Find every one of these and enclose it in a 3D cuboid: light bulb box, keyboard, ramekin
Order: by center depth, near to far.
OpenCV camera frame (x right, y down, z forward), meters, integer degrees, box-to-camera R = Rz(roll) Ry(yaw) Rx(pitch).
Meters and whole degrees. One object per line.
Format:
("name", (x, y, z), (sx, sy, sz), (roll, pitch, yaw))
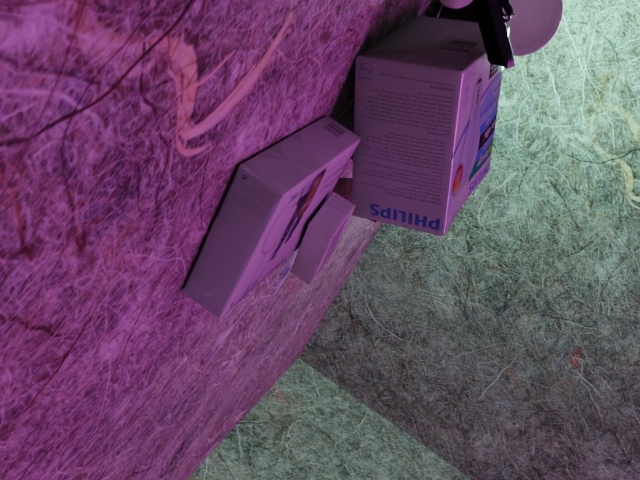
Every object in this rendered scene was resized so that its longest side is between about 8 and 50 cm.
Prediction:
("keyboard", (0.298, -0.464, 1.286), (0.033, 0.317, 0.201), (-20, -162, 4))
("light bulb box", (0.238, -0.261, 1.571), (0.358, 0.225, 0.361), (-46, 144, -49))
("ramekin", (0.624, -0.731, 2.294), (0.273, 0.273, 0.127), (-59, -176, 19))

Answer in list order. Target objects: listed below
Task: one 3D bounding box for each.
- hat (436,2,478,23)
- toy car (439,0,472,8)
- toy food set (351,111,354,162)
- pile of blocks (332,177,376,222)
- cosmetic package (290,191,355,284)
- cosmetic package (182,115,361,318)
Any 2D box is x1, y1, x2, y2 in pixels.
("hat", (0.298, -0.463, 1.769), (0.331, 0.134, 0.331), (174, -90, -76))
("toy car", (0.193, -0.483, 1.214), (0.136, 0.159, 0.182), (-18, 165, -6))
("toy food set", (0.113, -0.260, 1.670), (0.128, 0.071, 0.218), (-9, 114, -66))
("pile of blocks", (0.201, -0.099, 1.851), (0.149, 0.362, 0.113), (-3, 96, -65))
("cosmetic package", (0.000, 0.000, 1.522), (0.099, 0.060, 0.239), (-56, 175, -28))
("cosmetic package", (-0.081, -0.056, 1.356), (0.284, 0.097, 0.377), (-58, 172, 31))
